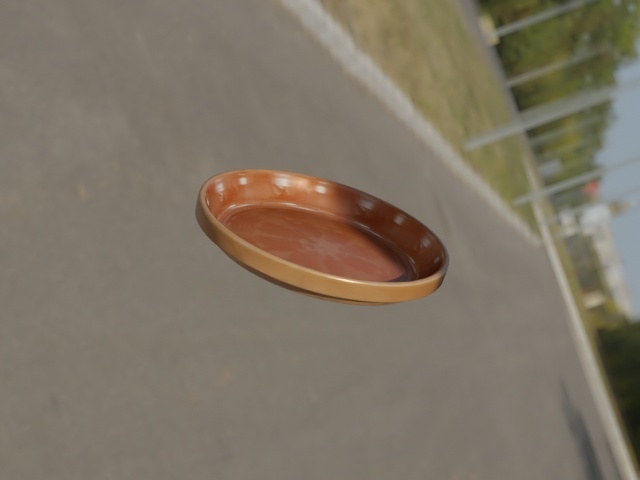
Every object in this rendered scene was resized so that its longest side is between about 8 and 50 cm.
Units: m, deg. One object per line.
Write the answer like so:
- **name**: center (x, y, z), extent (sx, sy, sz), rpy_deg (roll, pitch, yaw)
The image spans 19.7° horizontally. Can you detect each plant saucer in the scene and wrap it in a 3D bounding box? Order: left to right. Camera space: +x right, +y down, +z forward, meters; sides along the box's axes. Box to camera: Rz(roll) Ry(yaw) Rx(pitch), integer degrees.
- **plant saucer**: center (0.000, 0.000, 0.594), extent (0.083, 0.083, 0.013), rpy_deg (-89, -165, -67)
